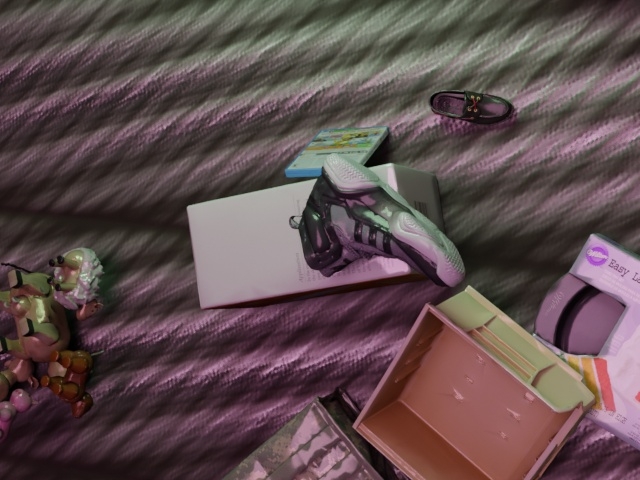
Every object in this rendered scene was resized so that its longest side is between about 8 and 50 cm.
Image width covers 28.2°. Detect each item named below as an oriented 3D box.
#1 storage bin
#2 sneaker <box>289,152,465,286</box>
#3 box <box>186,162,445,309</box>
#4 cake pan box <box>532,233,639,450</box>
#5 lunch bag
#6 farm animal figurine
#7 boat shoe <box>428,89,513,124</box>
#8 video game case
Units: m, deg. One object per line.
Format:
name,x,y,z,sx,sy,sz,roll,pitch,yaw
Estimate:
storage bin,0.226,0.252,1.888,0.260,0.123,0.262,40,123,20
sneaker,0.073,0.009,1.791,0.268,0.101,0.153,43,104,23
box,0.000,0.000,1.987,0.345,0.215,0.168,-10,84,22
cake pan box,0.448,0.151,1.873,0.267,0.070,0.245,33,98,21
lunch bag,0.016,0.418,1.995,0.235,0.169,0.287,-41,81,13
farm animal figurine,-0.498,0.198,2.229,0.330,0.172,0.326,-14,70,30
boat shoe,0.234,-0.209,1.991,0.133,0.042,0.049,9,89,22
video game case,0.028,-0.141,2.015,0.119,0.166,0.015,-2,116,23
